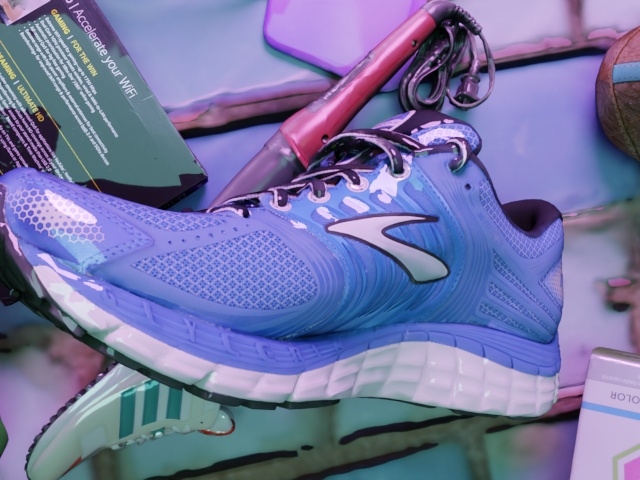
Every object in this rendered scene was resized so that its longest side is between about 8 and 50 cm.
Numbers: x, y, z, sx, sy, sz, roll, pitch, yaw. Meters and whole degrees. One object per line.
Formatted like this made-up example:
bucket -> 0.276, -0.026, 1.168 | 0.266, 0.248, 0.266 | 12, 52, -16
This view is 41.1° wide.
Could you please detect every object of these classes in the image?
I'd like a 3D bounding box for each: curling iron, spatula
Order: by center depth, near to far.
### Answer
spatula -> -0.071, -0.172, 0.477 | 0.296, 0.030, 0.084 | 19, 88, -25
curling iron -> -0.001, -0.044, 0.482 | 0.274, 0.035, 0.068 | -40, 98, -16

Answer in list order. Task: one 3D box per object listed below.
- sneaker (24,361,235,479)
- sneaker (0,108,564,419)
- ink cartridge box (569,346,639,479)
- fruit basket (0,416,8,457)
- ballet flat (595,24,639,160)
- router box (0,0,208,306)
sneaker -> -0.090, 0.095, 0.486 | 0.161, 0.057, 0.075 | -42, 91, -7
sneaker -> 0.000, 0.000, 0.424 | 0.330, 0.130, 0.147 | 10, 92, -37
ink cartridge box -> 0.199, 0.176, 0.504 | 0.109, 0.062, 0.209 | 10, 91, 20
fruit basket -> -0.299, 0.000, 0.353 | 0.283, 0.392, 0.392 | 1, 92, -8
ballet flat -> 0.340, -0.087, 0.504 | 0.342, 0.124, 0.116 | 4, 91, -8
router box -> -0.165, -0.073, 0.477 | 0.133, 0.046, 0.179 | -33, 96, -6
